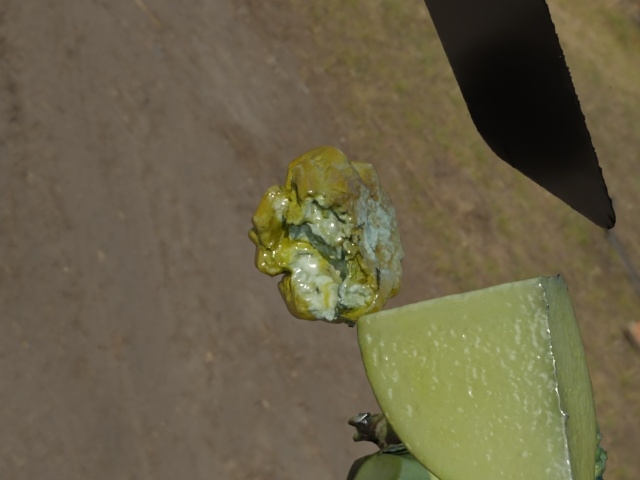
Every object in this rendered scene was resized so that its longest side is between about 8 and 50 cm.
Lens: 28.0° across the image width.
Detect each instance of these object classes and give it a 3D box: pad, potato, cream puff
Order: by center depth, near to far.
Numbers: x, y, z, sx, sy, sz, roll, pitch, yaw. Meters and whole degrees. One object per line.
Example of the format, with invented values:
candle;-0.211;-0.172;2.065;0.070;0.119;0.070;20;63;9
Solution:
potato;0.099;0.101;0.781;0.081;0.120;0.149;10;71;-66
pad;0.191;-0.182;1.132;0.315;0.063;0.375;46;-12;52
cream puff;0.003;-0.002;1.579;0.195;0.195;0.220;-36;111;-69

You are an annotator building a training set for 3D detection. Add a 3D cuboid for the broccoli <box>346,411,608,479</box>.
broccoli;0.178;0.294;1.470;0.272;0.324;0.334;52;-17;-29
